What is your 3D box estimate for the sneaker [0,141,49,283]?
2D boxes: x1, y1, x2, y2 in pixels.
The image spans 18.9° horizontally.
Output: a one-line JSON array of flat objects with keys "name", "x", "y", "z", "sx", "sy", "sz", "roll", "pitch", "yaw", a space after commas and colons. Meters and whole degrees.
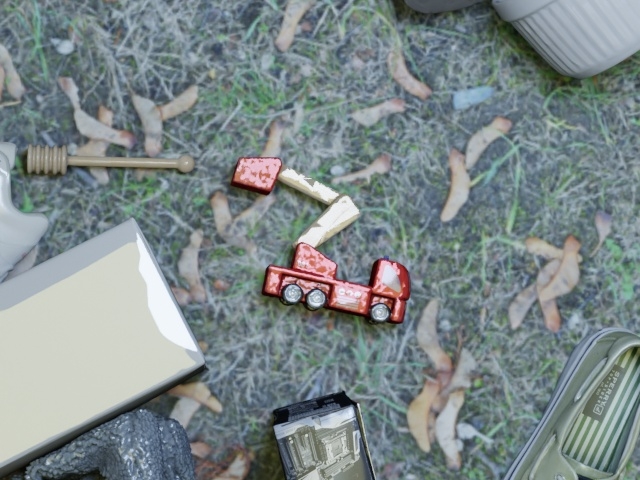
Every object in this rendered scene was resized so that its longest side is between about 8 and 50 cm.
[{"name": "sneaker", "x": -0.348, "y": -0.070, "z": 1.814, "sx": 0.115, "sy": 0.090, "sz": 0.232, "roll": -41, "pitch": 100, "yaw": -13}]

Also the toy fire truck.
[{"name": "toy fire truck", "x": 0.000, "y": 0.000, "z": 1.852, "sx": 0.192, "sy": 0.047, "sz": 0.135, "roll": 12, "pitch": 84, "yaw": -5}]

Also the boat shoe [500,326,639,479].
[{"name": "boat shoe", "x": 0.237, "y": 0.221, "z": 1.835, "sx": 0.109, "sy": 0.094, "sz": 0.302, "roll": 21, "pitch": 85, "yaw": -4}]

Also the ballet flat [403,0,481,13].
[{"name": "ballet flat", "x": 0.179, "y": -0.302, "z": 1.841, "sx": 0.250, "sy": 0.058, "sz": 0.084, "roll": -35, "pitch": 124, "yaw": -1}]

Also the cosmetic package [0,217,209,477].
[{"name": "cosmetic package", "x": -0.295, "y": 0.134, "z": 1.743, "sx": 0.365, "sy": 0.197, "sz": 0.155, "roll": -28, "pitch": 86, "yaw": -8}]

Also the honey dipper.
[{"name": "honey dipper", "x": -0.201, "y": -0.076, "z": 1.847, "sx": 0.161, "sy": 0.030, "sz": 0.030, "roll": 1, "pitch": 86, "yaw": -6}]

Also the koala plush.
[{"name": "koala plush", "x": -0.185, "y": 0.294, "z": 1.744, "sx": 0.203, "sy": 0.196, "sz": 0.221, "roll": -28, "pitch": 81, "yaw": 3}]

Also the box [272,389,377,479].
[{"name": "box", "x": 0.021, "y": 0.263, "z": 1.707, "sx": 0.076, "sy": 0.307, "sz": 0.242, "roll": -15, "pitch": 87, "yaw": -2}]

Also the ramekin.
[{"name": "ramekin", "x": 0.275, "y": -0.245, "z": 1.818, "sx": 0.207, "sy": 0.207, "sz": 0.109, "roll": -40, "pitch": 101, "yaw": -6}]
